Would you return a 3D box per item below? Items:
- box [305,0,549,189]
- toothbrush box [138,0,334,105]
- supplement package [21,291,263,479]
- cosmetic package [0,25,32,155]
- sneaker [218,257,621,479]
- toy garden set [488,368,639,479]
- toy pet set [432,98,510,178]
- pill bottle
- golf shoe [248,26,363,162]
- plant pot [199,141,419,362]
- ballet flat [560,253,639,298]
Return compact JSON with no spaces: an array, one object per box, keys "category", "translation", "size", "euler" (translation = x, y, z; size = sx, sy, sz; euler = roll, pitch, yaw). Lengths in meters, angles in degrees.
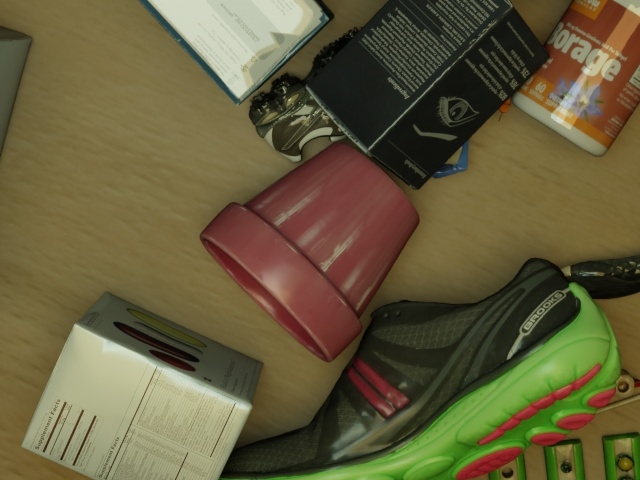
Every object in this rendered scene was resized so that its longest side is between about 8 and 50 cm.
[{"category":"box","translation":[0.112,-0.173,1.511],"size":[0.207,0.153,0.108],"euler":[-44,64,7]},{"category":"toothbrush box","translation":[-0.101,-0.263,1.486],"size":[0.126,0.295,0.216],"euler":[-42,97,8]},{"category":"supplement package","translation":[-0.187,0.176,1.609],"size":[0.203,0.194,0.149],"euler":[25,98,-3]},{"category":"cosmetic package","translation":[-0.555,-0.105,1.508],"size":[0.393,0.327,0.329],"euler":[17,99,0]},{"category":"sneaker","translation":[0.098,0.178,1.633],"size":[0.483,0.185,0.202],"euler":[-27,53,16]},{"category":"toy garden set","translation":[0.312,0.236,1.678],"size":[0.244,0.049,0.204],"euler":[-7,99,3]},{"category":"toy pet set","translation":[0.144,-0.132,1.632],"size":[0.122,0.065,0.114],"euler":[6,64,-2]},{"category":"pill bottle","translation":[0.308,-0.208,1.572],"size":[0.121,0.121,0.216],"euler":[31,98,-3]},{"category":"golf shoe","translation":[0.020,-0.164,1.618],"size":[0.198,0.077,0.094],"euler":[-33,108,13]},{"category":"plant pot","translation":[0.000,0.000,1.588],"size":[0.201,0.201,0.180],"euler":[44,82,-5]},{"category":"ballet flat","translation":[0.344,0.032,1.654],"size":[0.173,0.057,0.049],"euler":[-8,58,2]}]
